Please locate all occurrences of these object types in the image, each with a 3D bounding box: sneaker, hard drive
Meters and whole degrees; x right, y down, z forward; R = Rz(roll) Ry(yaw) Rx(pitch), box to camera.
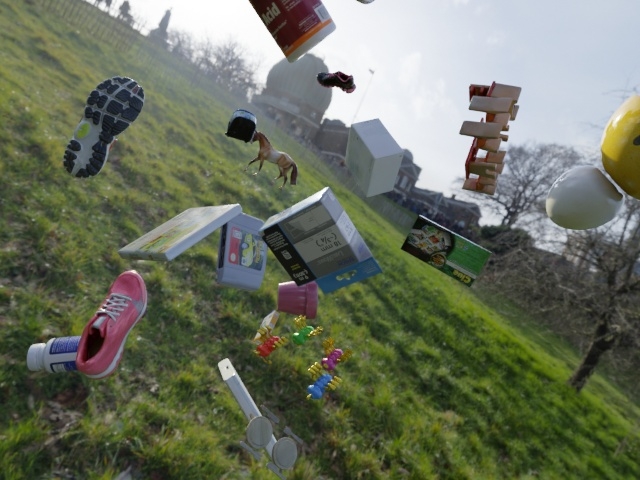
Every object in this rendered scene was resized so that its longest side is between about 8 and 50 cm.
[{"bbox_3d":[0.043,-0.449,1.102,0.120,0.047,0.057,21,-18,17],"label":"sneaker"},{"bbox_3d":[-0.537,-0.278,0.974,0.107,0.278,0.118,36,-10,-31],"label":"sneaker"},{"bbox_3d":[-0.252,0.605,1.430,0.352,0.047,0.233,62,-19,-7],"label":"hard drive"},{"bbox_3d":[-0.575,0.222,1.109,0.116,0.313,0.136,12,-24,-2],"label":"sneaker"}]

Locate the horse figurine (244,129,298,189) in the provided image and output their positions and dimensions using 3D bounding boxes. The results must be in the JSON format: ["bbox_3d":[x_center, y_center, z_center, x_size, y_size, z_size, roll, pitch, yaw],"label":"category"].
[{"bbox_3d":[-0.197,-0.325,1.673,0.264,0.174,0.066,28,1,0],"label":"horse figurine"}]

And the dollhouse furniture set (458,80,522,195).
[{"bbox_3d":[0.430,-0.289,1.068,0.135,0.258,0.262,17,-17,27],"label":"dollhouse furniture set"}]

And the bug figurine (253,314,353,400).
[{"bbox_3d":[-0.042,0.327,1.128,0.279,0.072,0.216,30,34,29],"label":"bug figurine"}]

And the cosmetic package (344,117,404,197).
[{"bbox_3d":[0.216,-0.343,1.666,0.224,0.138,0.224,96,-29,-54],"label":"cosmetic package"}]

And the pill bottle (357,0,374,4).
[{"bbox_3d":[0.061,-0.813,1.154,0.265,0.153,0.153,37,5,16],"label":"pill bottle"}]

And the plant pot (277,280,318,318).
[{"bbox_3d":[-0.112,0.270,1.883,0.181,0.201,0.201,3,4,-7],"label":"plant pot"}]

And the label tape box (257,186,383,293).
[{"bbox_3d":[0.006,0.037,1.240,0.333,0.241,0.105,55,29,-17],"label":"label tape box"}]

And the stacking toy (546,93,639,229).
[{"bbox_3d":[0.599,-0.165,0.636,0.351,0.480,0.350,27,38,-24],"label":"stacking toy"}]

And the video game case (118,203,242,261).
[{"bbox_3d":[-0.329,-0.021,0.943,0.207,0.026,0.227,0,30,39],"label":"video game case"}]

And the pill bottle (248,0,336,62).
[{"bbox_3d":[-0.136,-0.880,1.450,0.392,0.224,0.224,53,-9,-20],"label":"pill bottle"}]

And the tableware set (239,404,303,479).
[{"bbox_3d":[-0.150,0.604,1.190,0.194,0.128,0.039,47,-45,-14],"label":"tableware set"}]

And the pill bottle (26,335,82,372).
[{"bbox_3d":[-0.832,0.371,1.302,0.187,0.111,0.112,-2,8,-14],"label":"pill bottle"}]

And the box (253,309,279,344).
[{"bbox_3d":[-0.205,0.331,1.542,0.028,0.081,0.136,41,40,-13],"label":"box"}]

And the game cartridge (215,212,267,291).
[{"bbox_3d":[-0.291,0.038,1.510,0.060,0.293,0.196,-14,-24,36],"label":"game cartridge"}]

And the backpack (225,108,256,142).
[{"bbox_3d":[-0.307,-0.459,1.573,0.105,0.084,0.114,14,-37,-24],"label":"backpack"}]

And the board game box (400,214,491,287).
[{"bbox_3d":[0.415,0.034,1.336,0.260,0.136,0.030,31,14,16],"label":"board game box"}]
